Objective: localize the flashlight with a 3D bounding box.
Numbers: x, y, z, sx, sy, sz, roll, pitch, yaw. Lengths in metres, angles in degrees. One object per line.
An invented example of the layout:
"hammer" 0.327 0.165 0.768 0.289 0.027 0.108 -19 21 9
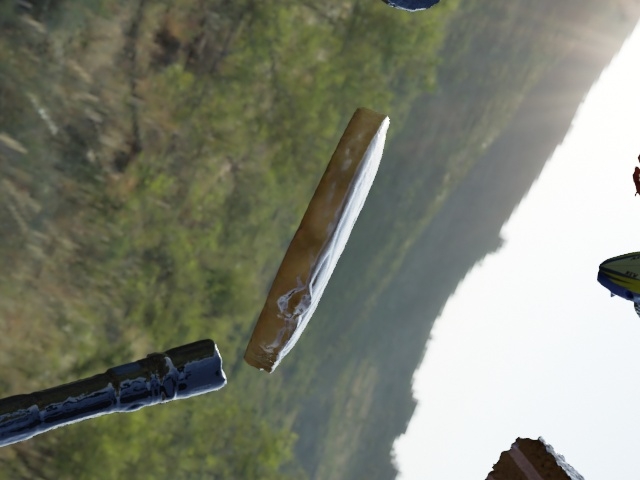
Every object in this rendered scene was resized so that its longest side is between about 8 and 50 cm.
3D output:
"flashlight" -0.368 0.264 2.001 0.103 0.424 0.103 40 -43 51

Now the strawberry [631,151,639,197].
"strawberry" 0.282 -0.046 0.837 0.082 0.121 0.188 7 104 -45

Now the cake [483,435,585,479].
"cake" 0.304 0.364 1.373 0.116 0.295 0.113 -48 155 15

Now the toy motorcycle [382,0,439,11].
"toy motorcycle" 0.120 -0.336 0.956 0.307 0.173 0.108 -50 -146 7

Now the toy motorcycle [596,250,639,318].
"toy motorcycle" 0.425 0.056 1.141 0.315 0.169 0.113 1 -124 46

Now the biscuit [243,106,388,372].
"biscuit" 0.000 0.000 1.365 0.351 0.057 0.312 114 2 -49
